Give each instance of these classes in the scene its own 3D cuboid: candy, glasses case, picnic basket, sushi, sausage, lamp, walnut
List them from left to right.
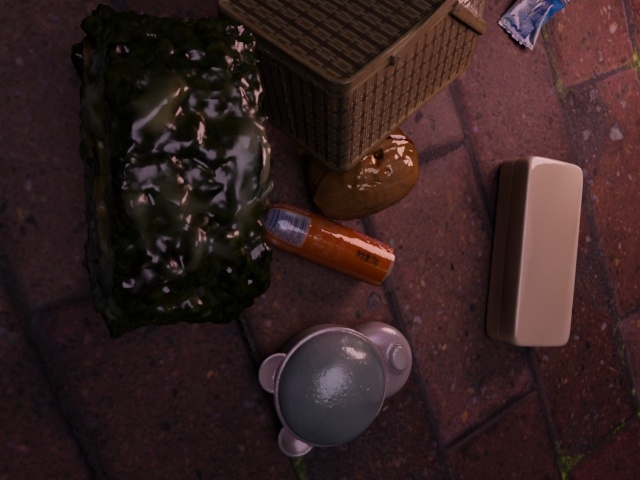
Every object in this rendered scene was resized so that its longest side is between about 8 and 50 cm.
[{"bbox_3d":[-0.168,-0.074,0.559,0.177,0.294,0.353,-3,91,-28],"label":"sushi"},{"bbox_3d":[0.000,0.000,0.755,0.234,0.071,0.071,23,82,-23],"label":"sausage"},{"bbox_3d":[0.037,0.209,0.757,0.245,0.108,0.180,-19,103,-23],"label":"lamp"},{"bbox_3d":[0.053,-0.285,0.665,0.313,0.175,0.228,-42,67,-18],"label":"picnic basket"},{"bbox_3d":[0.064,-0.109,0.748,0.180,0.144,0.144,-17,98,-14],"label":"walnut"},{"bbox_3d":[0.393,0.022,0.927,0.143,0.076,0.337,7,88,-23],"label":"glasses case"},{"bbox_3d":[0.400,-0.428,0.943,0.088,0.038,0.136,39,85,-17],"label":"candy"}]
